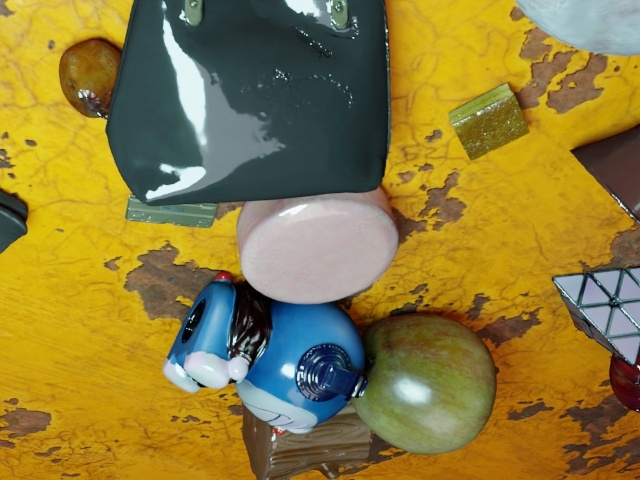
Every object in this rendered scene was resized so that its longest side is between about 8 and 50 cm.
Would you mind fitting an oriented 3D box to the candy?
[{"bbox_3d":[0.000,0.000,1.133,0.255,0.094,0.255,-7,140,-6],"label":"candy"}]

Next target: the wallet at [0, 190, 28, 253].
[{"bbox_3d":[-0.583,0.022,1.050,0.377,0.051,0.197,-33,135,26],"label":"wallet"}]

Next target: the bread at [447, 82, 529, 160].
[{"bbox_3d":[0.235,-0.163,1.045,0.094,0.035,0.090,-26,139,16],"label":"bread"}]

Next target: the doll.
[{"bbox_3d":[-0.073,0.190,1.241,0.310,0.240,0.284,27,171,-19],"label":"doll"}]

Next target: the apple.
[{"bbox_3d":[0.180,0.253,1.357,0.234,0.256,0.257,27,128,-19],"label":"apple"}]

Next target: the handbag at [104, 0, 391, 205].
[{"bbox_3d":[-0.071,-0.193,0.855,0.342,0.152,0.288,-5,125,-20],"label":"handbag"}]

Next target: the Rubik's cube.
[{"bbox_3d":[0.581,0.125,1.404,0.178,0.190,0.211,-39,141,5],"label":"Rubik's cube"}]

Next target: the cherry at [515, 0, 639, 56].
[{"bbox_3d":[0.324,-0.316,0.693,0.326,0.291,0.335,-45,147,11],"label":"cherry"}]

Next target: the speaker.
[{"bbox_3d":[0.498,-0.190,1.038,0.259,0.198,0.329,40,109,1],"label":"speaker"}]

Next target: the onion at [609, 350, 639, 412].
[{"bbox_3d":[0.708,0.250,1.558,0.248,0.161,0.248,-16,145,-11],"label":"onion"}]

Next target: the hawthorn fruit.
[{"bbox_3d":[-0.258,-0.180,0.856,0.081,0.093,0.081,-7,140,-6],"label":"hawthorn fruit"}]

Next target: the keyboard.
[{"bbox_3d":[-0.217,-0.043,1.093,0.129,0.015,0.049,5,132,-19],"label":"keyboard"}]

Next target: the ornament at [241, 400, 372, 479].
[{"bbox_3d":[-0.025,0.368,1.477,0.218,0.221,0.235,0,147,-20],"label":"ornament"}]
